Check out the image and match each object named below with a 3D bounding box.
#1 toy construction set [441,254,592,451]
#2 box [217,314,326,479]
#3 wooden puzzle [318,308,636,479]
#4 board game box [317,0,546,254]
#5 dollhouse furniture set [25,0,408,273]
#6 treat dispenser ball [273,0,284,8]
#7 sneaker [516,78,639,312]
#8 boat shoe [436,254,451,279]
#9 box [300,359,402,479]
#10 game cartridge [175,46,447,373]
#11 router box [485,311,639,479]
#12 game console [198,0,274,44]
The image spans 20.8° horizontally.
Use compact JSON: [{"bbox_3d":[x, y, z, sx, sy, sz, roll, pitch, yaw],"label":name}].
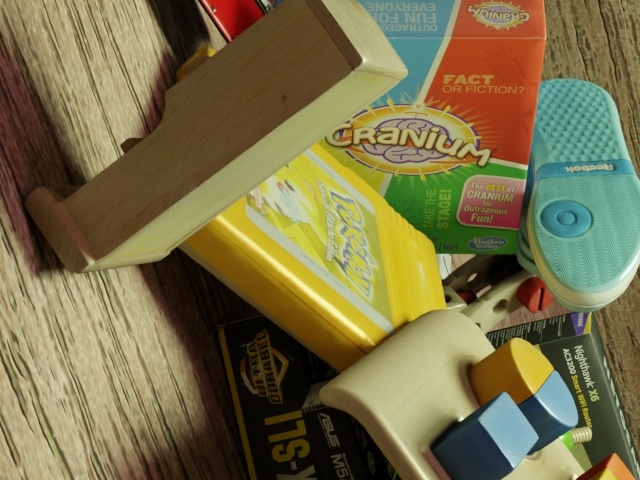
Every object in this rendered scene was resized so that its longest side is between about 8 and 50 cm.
[{"bbox_3d":[0.135,0.160,1.951,0.237,0.257,0.308,-8,60,-32],"label":"toy construction set"},{"bbox_3d":[0.010,0.226,1.626,0.257,0.079,0.322,10,66,-75],"label":"box"},{"bbox_3d":[0.178,0.199,1.389,0.348,0.080,0.322,49,20,5],"label":"wooden puzzle"},{"bbox_3d":[0.086,-0.109,1.712,0.316,0.242,0.064,89,1,-51],"label":"board game box"},{"bbox_3d":[-0.161,-0.210,1.285,0.394,0.256,0.362,55,13,6],"label":"dollhouse furniture set"},{"bbox_3d":[0.084,-0.202,1.883,0.288,0.288,0.288,-15,90,-75],"label":"treat dispenser ball"},{"bbox_3d":[0.266,0.002,1.823,0.319,0.127,0.208,-84,177,-47],"label":"sneaker"},{"bbox_3d":[0.115,0.009,2.207,0.258,0.095,0.084,74,7,-51],"label":"boat shoe"},{"bbox_3d":[0.045,0.187,1.556,0.190,0.045,0.184,-62,133,-67],"label":"box"},{"bbox_3d":[0.000,0.000,1.555,0.324,0.053,0.285,38,25,-26],"label":"game cartridge"},{"bbox_3d":[0.266,0.260,2.196,0.081,0.243,0.308,-67,140,-66],"label":"router box"},{"bbox_3d":[-0.102,-0.224,1.645,0.085,0.124,0.144,-47,120,-23],"label":"game console"}]
